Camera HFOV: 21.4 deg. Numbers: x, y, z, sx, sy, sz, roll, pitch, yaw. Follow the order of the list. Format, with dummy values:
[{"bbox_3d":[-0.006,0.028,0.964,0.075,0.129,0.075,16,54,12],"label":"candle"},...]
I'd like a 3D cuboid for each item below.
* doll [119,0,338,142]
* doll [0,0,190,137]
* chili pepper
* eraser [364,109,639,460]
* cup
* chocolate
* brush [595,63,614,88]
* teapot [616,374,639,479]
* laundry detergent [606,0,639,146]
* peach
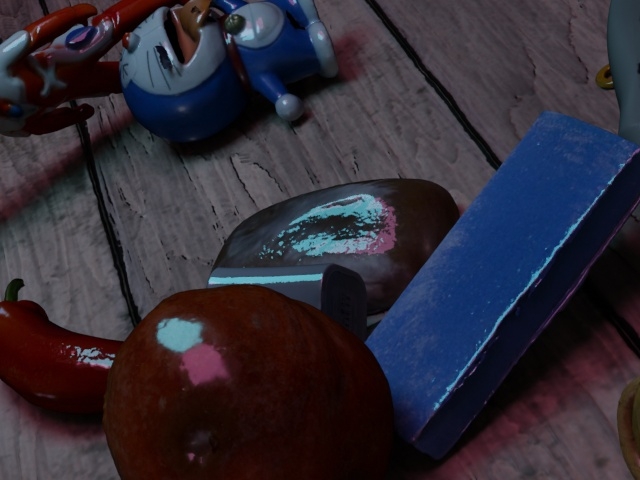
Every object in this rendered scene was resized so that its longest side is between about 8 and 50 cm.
[{"bbox_3d":[-0.110,-0.212,1.974,0.256,0.161,0.215,-23,56,4],"label":"doll"},{"bbox_3d":[-0.326,-0.196,2.022,0.384,0.188,0.099,-23,54,-25],"label":"doll"},{"bbox_3d":[-0.242,0.118,1.688,0.368,0.092,0.137,18,35,42],"label":"chili pepper"},{"bbox_3d":[0.147,0.033,1.438,0.312,0.042,0.144,-52,33,-4],"label":"eraser"},{"bbox_3d":[-0.034,0.086,1.542,0.129,0.095,0.128,-6,75,30],"label":"cup"},{"bbox_3d":[-0.001,0.000,1.649,0.254,0.080,0.157,-11,36,27],"label":"chocolate"},{"bbox_3d":[0.403,-0.203,1.686,0.272,0.013,0.103,-18,33,18],"label":"brush"},{"bbox_3d":[0.309,0.151,1.130,0.203,0.167,0.311,-13,3,-34],"label":"teapot"},{"bbox_3d":[0.368,-0.139,1.509,0.264,0.125,0.398,-7,42,29],"label":"laundry detergent"},{"bbox_3d":[-0.054,0.157,1.333,0.232,0.232,0.257,-33,26,-6],"label":"peach"}]
